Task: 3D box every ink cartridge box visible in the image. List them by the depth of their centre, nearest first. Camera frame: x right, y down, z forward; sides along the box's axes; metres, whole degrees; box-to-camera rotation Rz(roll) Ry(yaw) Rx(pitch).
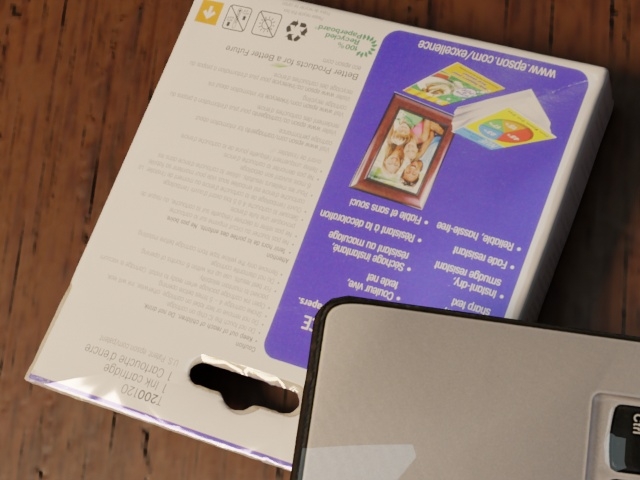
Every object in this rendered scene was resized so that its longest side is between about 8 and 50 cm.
[{"bbox_3d":[0.000,0.000,0.769,0.206,0.045,0.208,16,74,25],"label":"ink cartridge box"}]

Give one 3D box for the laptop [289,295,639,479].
[{"bbox_3d":[0.176,0.192,0.511,0.408,0.236,0.382,8,70,2],"label":"laptop"}]
